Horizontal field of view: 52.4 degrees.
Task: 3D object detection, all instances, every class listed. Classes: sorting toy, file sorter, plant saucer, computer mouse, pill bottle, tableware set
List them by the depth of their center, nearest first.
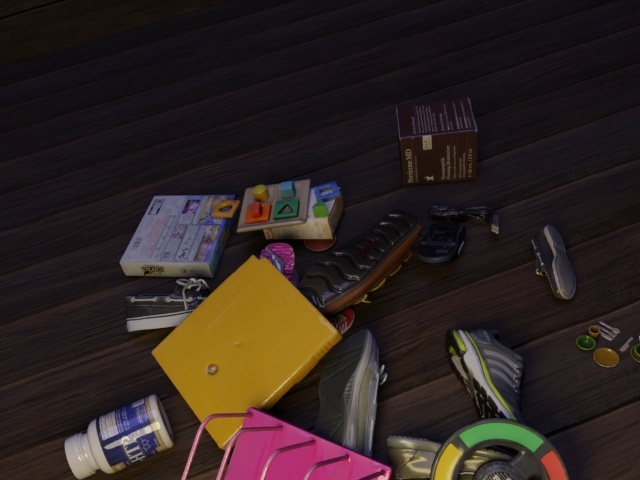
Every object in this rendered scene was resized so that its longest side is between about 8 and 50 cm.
[{"bbox_3d":[-0.067,0.420,1.059,0.290,0.182,0.202,15,84,26],"label":"file sorter"},{"bbox_3d":[-0.392,0.389,1.274,0.186,0.112,0.112,-22,43,-11],"label":"pill bottle"},{"bbox_3d":[0.600,0.219,1.302,0.104,0.024,0.154,-36,48,-24],"label":"tableware set"},{"bbox_3d":[0.338,-0.002,1.575,0.184,0.060,0.262,0,32,18],"label":"computer mouse"},{"bbox_3d":[-0.123,-0.101,1.674,0.347,0.047,0.196,-8,39,11],"label":"sorting toy"},{"bbox_3d":[0.000,0.000,1.676,0.083,0.013,0.083,-7,43,6],"label":"plant saucer"}]

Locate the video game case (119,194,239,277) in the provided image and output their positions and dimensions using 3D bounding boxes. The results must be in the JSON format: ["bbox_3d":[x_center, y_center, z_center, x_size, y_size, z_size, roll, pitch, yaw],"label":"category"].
[{"bbox_3d":[-0.369,-0.015,1.738,0.244,0.061,0.269,0,44,13],"label":"video game case"}]

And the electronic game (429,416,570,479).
[{"bbox_3d":[0.295,0.409,1.071,0.229,0.048,0.229,-1,82,7],"label":"electronic game"}]

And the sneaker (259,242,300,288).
[{"bbox_3d":[-0.086,0.138,1.487,0.103,0.111,0.252,-1,66,9],"label":"sneaker"}]

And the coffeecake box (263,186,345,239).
[{"bbox_3d":[-0.045,-0.072,1.707,0.185,0.068,0.142,0,40,19],"label":"coffeecake box"}]

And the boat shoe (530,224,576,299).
[{"bbox_3d":[0.525,0.058,1.481,0.065,0.075,0.206,-39,34,37],"label":"boat shoe"}]

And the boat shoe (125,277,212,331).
[{"bbox_3d":[-0.304,0.139,1.506,0.306,0.113,0.105,-9,87,12],"label":"boat shoe"}]

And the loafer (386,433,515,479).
[{"bbox_3d":[0.240,0.402,1.154,0.251,0.094,0.087,5,79,15],"label":"loafer"}]

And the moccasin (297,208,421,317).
[{"bbox_3d":[0.090,0.070,1.492,0.139,0.147,0.380,25,46,28],"label":"moccasin"}]

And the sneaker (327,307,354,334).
[{"bbox_3d":[0.033,0.178,1.437,0.042,0.067,0.118,22,53,33],"label":"sneaker"}]

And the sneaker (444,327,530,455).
[{"bbox_3d":[0.348,0.273,1.242,0.121,0.111,0.300,-14,44,-8],"label":"sneaker"}]

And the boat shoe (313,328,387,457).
[{"bbox_3d":[0.066,0.314,1.271,0.118,0.103,0.320,-33,28,32],"label":"boat shoe"}]

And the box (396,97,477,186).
[{"bbox_3d":[0.316,-0.269,1.780,0.203,0.168,0.167,-6,43,7],"label":"box"}]

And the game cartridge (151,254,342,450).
[{"bbox_3d":[-0.158,0.218,1.350,0.323,0.053,0.285,-43,57,-6],"label":"game cartridge"}]
